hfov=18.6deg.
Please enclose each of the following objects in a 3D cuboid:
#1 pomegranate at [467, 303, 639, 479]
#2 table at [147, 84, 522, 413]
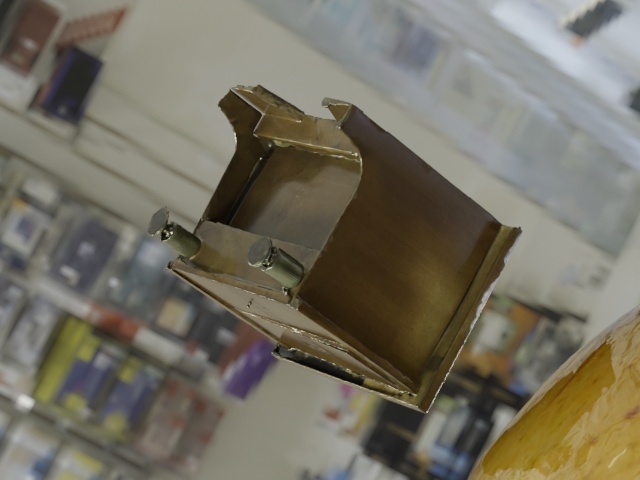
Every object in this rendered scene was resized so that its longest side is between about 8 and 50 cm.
[{"bbox_3d":[0.150,0.131,0.537,0.264,0.264,0.264,27,172,4],"label":"pomegranate"},{"bbox_3d":[0.000,0.000,0.648,0.082,0.070,0.083,37,167,-36],"label":"table"}]
